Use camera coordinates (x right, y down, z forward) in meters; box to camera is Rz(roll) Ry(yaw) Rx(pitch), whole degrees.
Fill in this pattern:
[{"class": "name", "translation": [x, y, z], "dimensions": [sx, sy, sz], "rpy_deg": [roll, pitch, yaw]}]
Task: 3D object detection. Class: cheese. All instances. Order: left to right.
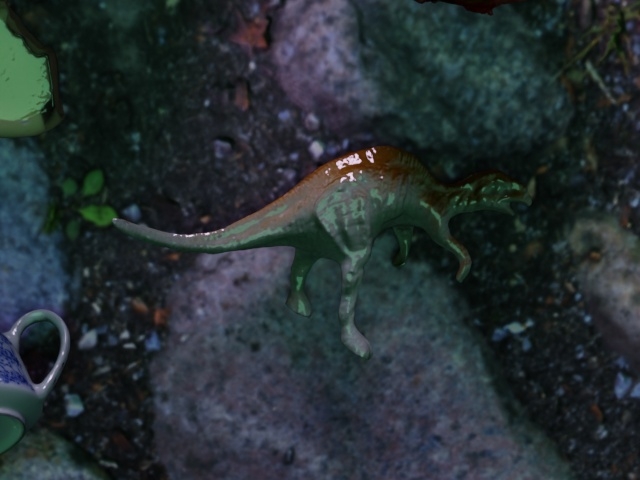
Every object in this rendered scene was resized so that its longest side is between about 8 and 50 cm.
[{"class": "cheese", "translation": [-0.371, -0.156, 0.923], "dimensions": [0.255, 0.050, 0.127], "rpy_deg": [-3, 106, -3]}]

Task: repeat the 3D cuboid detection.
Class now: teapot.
[{"class": "teapot", "translation": [-0.358, 0.133, 0.966], "dimensions": [0.232, 0.159, 0.159], "rpy_deg": [-16, 106, -12]}]

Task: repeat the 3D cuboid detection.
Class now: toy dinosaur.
[{"class": "toy dinosaur", "translation": [0.000, 0.000, 0.969], "dimensions": [0.393, 0.092, 0.205], "rpy_deg": [10, 104, -5]}]

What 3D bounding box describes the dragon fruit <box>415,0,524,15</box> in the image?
[{"class": "dragon fruit", "translation": [0.159, -0.300, 0.846], "dimensions": [0.268, 0.210, 0.205], "rpy_deg": [-12, 78, 3]}]
